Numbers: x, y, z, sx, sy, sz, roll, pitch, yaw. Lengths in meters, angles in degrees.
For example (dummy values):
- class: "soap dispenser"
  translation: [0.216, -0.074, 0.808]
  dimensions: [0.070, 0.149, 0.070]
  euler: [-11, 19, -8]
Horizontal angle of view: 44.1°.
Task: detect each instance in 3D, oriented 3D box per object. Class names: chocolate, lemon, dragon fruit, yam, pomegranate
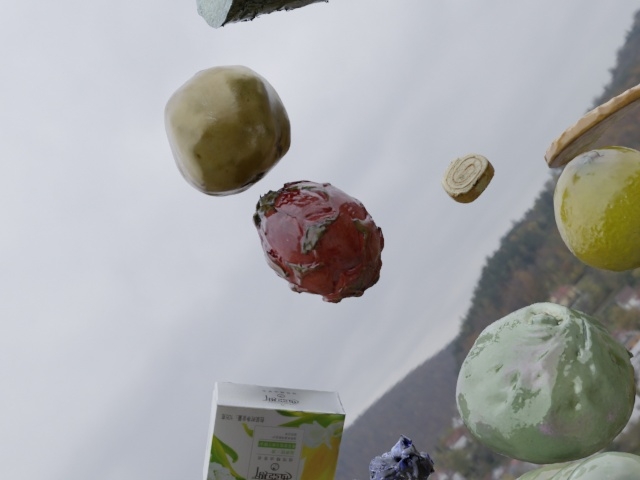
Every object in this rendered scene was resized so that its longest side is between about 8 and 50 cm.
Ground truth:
- class: "chocolate"
  translation: [0.220, 0.568, 1.977]
  dimensions: [0.126, 0.148, 0.343]
  euler: [-18, -20, -18]
- class: "lemon"
  translation: [0.571, -0.075, 1.545]
  dimensions: [0.240, 0.219, 0.240]
  euler: [-31, 21, 13]
- class: "dragon fruit"
  translation: [0.000, 0.000, 1.886]
  dimensions: [0.277, 0.342, 0.277]
  euler: [-43, 20, 20]
- class: "yam"
  translation: [-0.103, -0.611, 1.738]
  dimensions: [0.348, 0.241, 0.241]
  euler: [-20, -30, -30]
- class: "pomegranate"
  translation: [-0.236, -0.272, 1.936]
  dimensions: [0.332, 0.332, 0.332]
  euler: [-45, -16, -17]

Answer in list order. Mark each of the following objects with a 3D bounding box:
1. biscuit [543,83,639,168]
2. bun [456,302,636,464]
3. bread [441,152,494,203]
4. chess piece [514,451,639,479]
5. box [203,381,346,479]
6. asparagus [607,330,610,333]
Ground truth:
- class: "biscuit"
  translation: [0.592, -0.245, 1.731]
  dimensions: [0.204, 0.040, 0.309]
  euler: [-22, -16, -31]
- class: "bun"
  translation: [0.333, 0.195, 1.209]
  dimensions: [0.283, 0.283, 0.179]
  euler: [-42, -56, -27]
- class: "bread"
  translation: [0.419, -0.184, 2.274]
  dimensions: [0.149, 0.122, 0.073]
  euler: [-53, -37, 1]
- class: "chess piece"
  translation: [0.322, 0.340, 0.947]
  dimensions: [0.182, 0.182, 0.330]
  euler: [-45, -18, -16]
- class: "box"
  translation: [-0.094, 0.398, 1.572]
  dimensions: [0.111, 0.260, 0.194]
  euler: [-125, 42, -72]
- class: "asparagus"
  translation: [0.760, 0.250, 2.141]
  dimensions: [0.027, 0.034, 0.236]
  euler: [-18, -9, 12]
